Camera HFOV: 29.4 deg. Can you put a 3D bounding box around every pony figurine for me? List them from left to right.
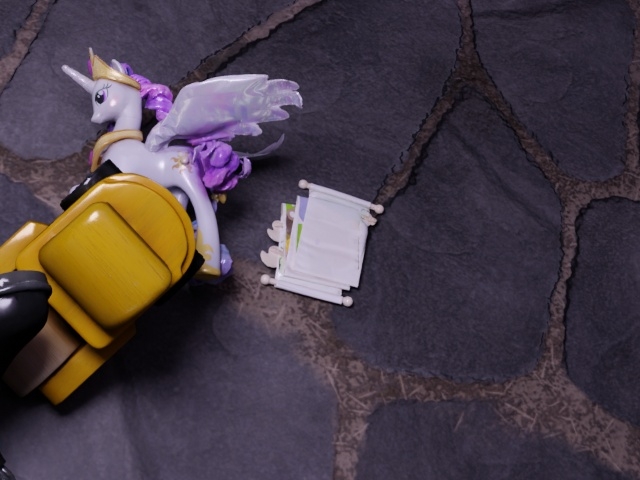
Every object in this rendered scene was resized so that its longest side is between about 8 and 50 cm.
[{"bbox_3d":[-0.215,-0.112,1.807,0.351,0.303,0.363,4,70,-9],"label":"pony figurine"}]

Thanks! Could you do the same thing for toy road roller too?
[{"bbox_3d":[-0.309,0.054,1.560,0.329,0.240,0.202,-43,99,-4],"label":"toy road roller"}]

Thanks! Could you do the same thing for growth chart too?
[{"bbox_3d":[0.000,0.000,1.942,0.172,0.021,0.237,22,51,-5],"label":"growth chart"}]

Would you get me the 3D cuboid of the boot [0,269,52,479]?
[{"bbox_3d":[-0.403,0.222,1.445,0.260,0.348,0.131,57,20,16],"label":"boot"}]
